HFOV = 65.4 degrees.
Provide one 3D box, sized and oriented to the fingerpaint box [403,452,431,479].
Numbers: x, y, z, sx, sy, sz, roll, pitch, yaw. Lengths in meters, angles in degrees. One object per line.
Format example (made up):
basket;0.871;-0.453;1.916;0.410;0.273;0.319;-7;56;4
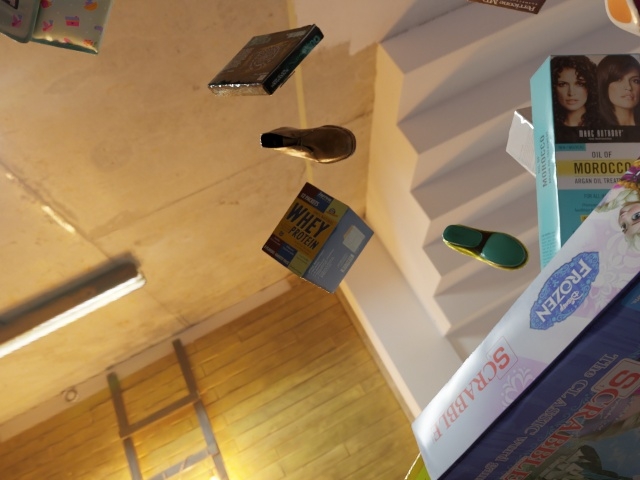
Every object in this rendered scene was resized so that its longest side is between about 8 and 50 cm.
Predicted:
fingerpaint box;0.312;0.508;0.742;0.163;0.445;0.371;25;-85;-32

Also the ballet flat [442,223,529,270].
ballet flat;0.376;0.017;1.112;0.077;0.231;0.077;32;-93;-37

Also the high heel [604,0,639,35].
high heel;0.570;-0.389;0.837;0.117;0.082;0.244;-42;-59;15

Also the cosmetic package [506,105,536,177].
cosmetic package;0.677;-0.297;1.476;0.151;0.183;0.151;-15;-44;-10

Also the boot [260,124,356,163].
boot;-0.042;-0.275;1.426;0.115;0.305;0.112;-18;-67;-52

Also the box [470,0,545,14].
box;0.418;-0.609;1.025;0.203;0.168;0.167;49;-124;-82

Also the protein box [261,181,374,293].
protein box;0.000;0.000;1.234;0.200;0.136;0.201;-56;-29;-1

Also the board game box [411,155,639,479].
board game box;0.294;0.107;0.418;0.318;0.066;0.318;16;-60;-22

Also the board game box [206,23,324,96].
board game box;-0.091;-0.275;0.772;0.126;0.186;0.026;-51;-53;-14

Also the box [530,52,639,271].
box;0.298;-0.079;0.550;0.101;0.244;0.060;-1;-8;3

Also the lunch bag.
lunch bag;-0.603;-0.547;1.084;0.262;0.160;0.223;-2;-26;-38
